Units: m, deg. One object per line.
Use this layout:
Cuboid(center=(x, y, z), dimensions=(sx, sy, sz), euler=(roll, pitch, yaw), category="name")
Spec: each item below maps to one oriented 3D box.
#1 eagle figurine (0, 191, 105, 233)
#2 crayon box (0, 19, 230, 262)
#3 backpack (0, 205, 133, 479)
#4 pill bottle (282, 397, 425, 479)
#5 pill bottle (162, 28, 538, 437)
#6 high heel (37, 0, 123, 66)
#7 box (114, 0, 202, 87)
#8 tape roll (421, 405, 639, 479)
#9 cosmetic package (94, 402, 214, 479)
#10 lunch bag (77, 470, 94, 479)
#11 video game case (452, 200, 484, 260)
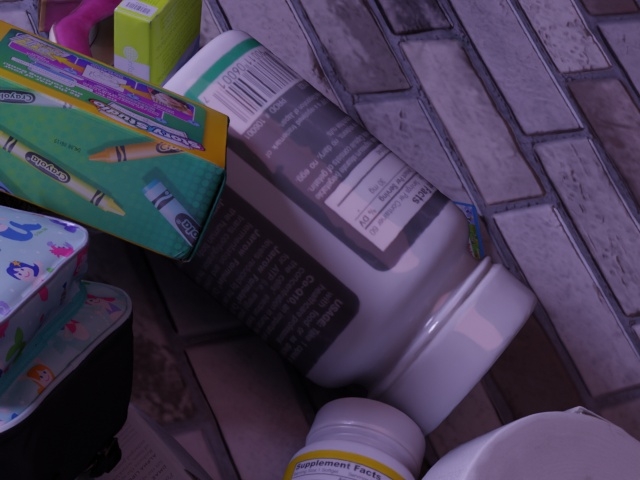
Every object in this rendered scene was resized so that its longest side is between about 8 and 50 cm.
Cuboid(center=(-0.290, -0.031, 1.214), dimensions=(0.225, 0.226, 0.298), euler=(-25, 75, -17), category="eagle figurine")
Cuboid(center=(-0.208, -0.092, 1.127), dimensions=(0.278, 0.081, 0.165), euler=(22, 16, -9), category="crayon box")
Cuboid(center=(-0.275, 0.077, 1.004), dimensions=(0.253, 0.191, 0.225), euler=(8, 25, 16), category="backpack")
Cuboid(center=(0.016, 0.238, 1.218), dimensions=(0.119, 0.119, 0.208), euler=(27, 48, -7), category="pill bottle")
Cuboid(center=(0.000, 0.000, 1.326), dimensions=(0.361, 0.204, 0.204), euler=(41, 48, 3), category="pill bottle")
Cuboid(center=(-0.200, -0.171, 1.407), dimensions=(0.117, 0.082, 0.244), euler=(2, 31, -16), category="high heel")
Cuboid(center=(-0.151, -0.169, 1.402), dimensions=(0.042, 0.178, 0.109), euler=(21, 48, 11), category="box")
Cuboid(center=(0.217, 0.329, 1.217), dimensions=(0.392, 0.072, 0.392), euler=(22, 53, -33), category="tape roll")
Cuboid(center=(-0.090, 0.228, 1.101), dimensions=(0.085, 0.117, 0.231), euler=(-46, 49, -6), category="cosmetic package")
Cuboid(center=(-0.216, 0.329, 0.995), dimensions=(0.235, 0.169, 0.287), euler=(-12, 62, -36), category="lunch bag")
Cuboid(center=(0.087, 0.002, 1.498), dimensions=(0.166, 0.015, 0.119), euler=(10, 52, -21), category="video game case")
